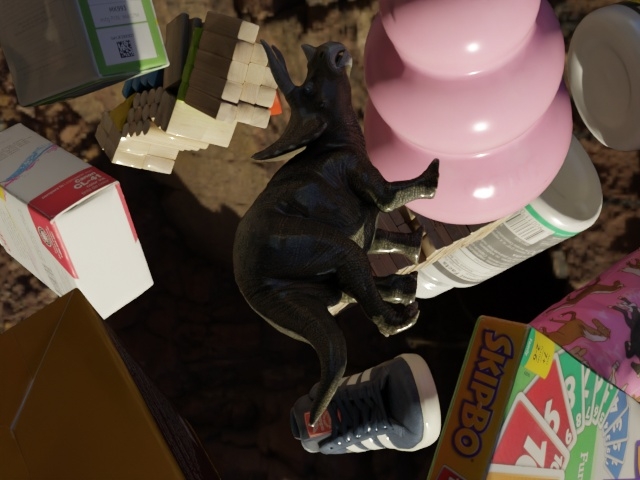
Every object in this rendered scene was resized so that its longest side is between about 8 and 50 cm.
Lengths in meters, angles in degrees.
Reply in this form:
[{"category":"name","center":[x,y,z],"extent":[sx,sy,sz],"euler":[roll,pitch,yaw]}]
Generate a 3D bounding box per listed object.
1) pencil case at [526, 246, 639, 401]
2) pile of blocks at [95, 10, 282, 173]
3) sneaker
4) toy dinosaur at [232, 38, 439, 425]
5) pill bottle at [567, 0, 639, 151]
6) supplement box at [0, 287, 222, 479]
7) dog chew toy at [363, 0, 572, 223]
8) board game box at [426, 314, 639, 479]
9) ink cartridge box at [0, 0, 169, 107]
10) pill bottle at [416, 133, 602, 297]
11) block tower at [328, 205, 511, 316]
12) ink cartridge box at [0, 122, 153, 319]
[{"category":"pencil case","center":[0.378,0.100,0.961],"extent":[0.386,0.160,0.167],"euler":[-26,98,-29]},{"category":"pile of blocks","center":[-0.147,-0.174,0.988],"extent":[0.112,0.362,0.149],"euler":[9,78,-37]},{"category":"sneaker","center":[0.048,0.247,1.158],"extent":[0.350,0.148,0.131],"euler":[130,-49,-64]},{"category":"toy dinosaur","center":[0.000,0.000,0.621],"extent":[0.121,0.160,0.313],"euler":[95,8,-59]},{"category":"pill bottle","center":[0.513,-0.248,1.062],"extent":[0.188,0.334,0.188],"euler":[161,-90,-79]},{"category":"supplement box","center":[-0.123,0.174,0.480],"extent":[0.129,0.191,0.194],"euler":[-33,142,-10]},{"category":"dog chew toy","center":[0.131,-0.153,0.750],"extent":[0.332,0.206,0.207],"euler":[67,31,-62]},{"category":"board game box","center":[0.140,0.140,0.439],"extent":[0.259,0.039,0.124],"euler":[33,73,-46]},{"category":"ink cartridge box","center":[-0.182,-0.203,0.546],"extent":[0.062,0.109,0.209],"euler":[-26,105,-44]},{"category":"pill bottle","center":[0.273,-0.042,1.393],"extent":[0.204,0.361,0.204],"euler":[18,57,-30]},{"category":"block tower","center":[0.112,0.004,1.161],"extent":[0.091,0.335,0.097],"euler":[59,-29,13]},{"category":"ink cartridge box","center":[-0.435,-0.034,1.345],"extent":[0.131,0.306,0.226],"euler":[-36,137,-28]}]
